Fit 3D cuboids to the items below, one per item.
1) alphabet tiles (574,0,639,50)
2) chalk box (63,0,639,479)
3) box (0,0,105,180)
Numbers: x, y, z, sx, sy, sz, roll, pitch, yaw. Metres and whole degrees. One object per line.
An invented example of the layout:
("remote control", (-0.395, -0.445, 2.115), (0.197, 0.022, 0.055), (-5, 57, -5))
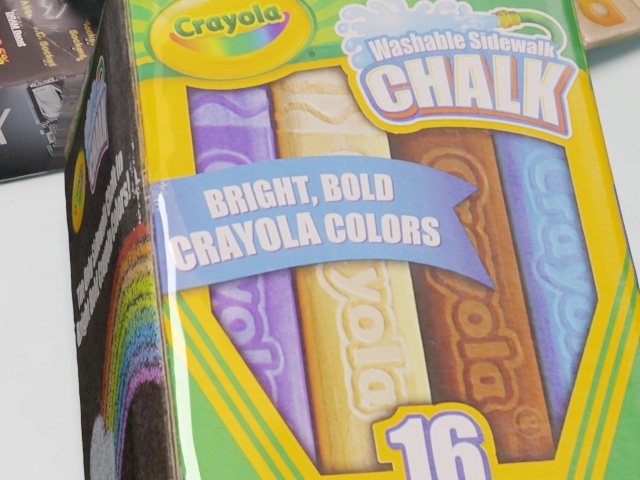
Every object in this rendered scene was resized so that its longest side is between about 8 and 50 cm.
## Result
("alphabet tiles", (0.071, -0.239, 0.893), (0.285, 0.011, 0.342), (-19, 63, -38))
("chalk box", (0.000, 0.000, 0.594), (0.179, 0.180, 0.289), (0, 67, -17))
("box", (-0.245, -0.159, 0.724), (0.242, 0.076, 0.307), (-13, 61, -25))
